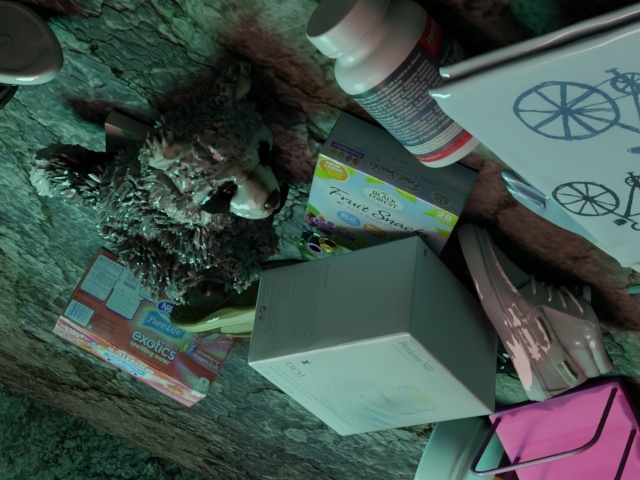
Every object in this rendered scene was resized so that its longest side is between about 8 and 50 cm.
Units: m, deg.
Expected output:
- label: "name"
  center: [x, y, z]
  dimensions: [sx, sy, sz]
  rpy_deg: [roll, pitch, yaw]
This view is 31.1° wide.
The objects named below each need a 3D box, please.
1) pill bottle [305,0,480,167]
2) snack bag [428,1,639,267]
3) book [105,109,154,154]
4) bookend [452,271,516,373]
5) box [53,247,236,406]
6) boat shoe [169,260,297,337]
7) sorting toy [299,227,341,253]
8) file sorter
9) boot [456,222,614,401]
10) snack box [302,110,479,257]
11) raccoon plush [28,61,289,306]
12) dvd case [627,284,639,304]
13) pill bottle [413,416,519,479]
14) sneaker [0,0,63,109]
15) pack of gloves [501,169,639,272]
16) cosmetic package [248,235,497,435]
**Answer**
- label: "pill bottle"
  center: [0.077, -0.162, 1.077]
  dimensions: [0.180, 0.108, 0.108]
  rpy_deg: [39, 154, -27]
- label: "snack bag"
  center: [0.319, -0.087, 1.000]
  dimensions: [0.323, 0.037, 0.342]
  rpy_deg: [-14, 141, 44]
- label: "book"
  center: [-0.252, -0.122, 1.612]
  dimensions: [0.096, 0.035, 0.144]
  rpy_deg: [23, 155, 1]
- label: "bookend"
  center: [0.216, 0.106, 1.526]
  dimensions: [0.156, 0.072, 0.157]
  rpy_deg: [40, 153, -26]
- label: "box"
  center: [-0.321, 0.163, 2.119]
  dimensions: [0.300, 0.154, 0.142]
  rpy_deg: [30, 157, -9]
- label: "boat shoe"
  center: [-0.113, 0.114, 1.841]
  dimensions: [0.342, 0.123, 0.123]
  rpy_deg: [-13, 134, 47]
- label: "sorting toy"
  center: [0.000, 0.000, 1.574]
  dimensions: [0.061, 0.042, 0.102]
  rpy_deg: [33, 156, -13]
- label: "file sorter"
  center: [0.358, 0.375, 1.573]
  dimensions: [0.202, 0.182, 0.291]
  rpy_deg: [-21, 102, 31]
- label: "boot"
  center: [0.266, 0.071, 1.402]
  dimensions: [0.123, 0.095, 0.258]
  rpy_deg: [-24, 113, 13]
- label: "snack box"
  center: [0.076, -0.045, 1.366]
  dimensions: [0.174, 0.070, 0.207]
  rpy_deg: [25, 155, 5]
- label: "raccoon plush"
  center: [-0.235, -0.093, 1.408]
  dimensions: [0.446, 0.216, 0.299]
  rpy_deg: [10, 145, 19]
- label: "dvd case"
  center: [0.426, 0.085, 1.331]
  dimensions: [0.119, 0.013, 0.087]
  rpy_deg: [36, 155, -21]
- label: "pill bottle"
  center: [0.354, 0.421, 1.836]
  dimensions: [0.392, 0.224, 0.224]
  rpy_deg: [20, 155, 16]
- label: "sneaker"
  center: [-0.409, -0.228, 1.479]
  dimensions: [0.295, 0.105, 0.147]
  rpy_deg: [19, 158, 32]
- label: "pack of gloves"
  center: [0.311, -0.060, 1.144]
  dimensions: [0.232, 0.046, 0.195]
  rpy_deg: [28, 146, -11]
- label: "cosmetic package"
  center: [0.070, 0.125, 1.408]
  dimensions: [0.224, 0.138, 0.224]
  rpy_deg: [-15, 141, 29]
